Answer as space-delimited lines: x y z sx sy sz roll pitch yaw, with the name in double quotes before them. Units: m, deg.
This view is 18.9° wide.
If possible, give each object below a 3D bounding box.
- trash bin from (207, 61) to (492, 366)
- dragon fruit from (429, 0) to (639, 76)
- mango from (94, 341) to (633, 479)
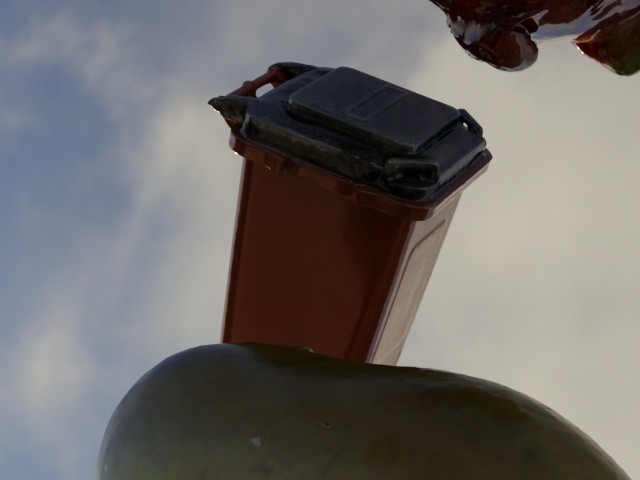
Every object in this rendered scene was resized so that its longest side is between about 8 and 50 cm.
"trash bin" 0.000 0.000 1.423 0.184 0.161 0.239 24 -63 16
"dragon fruit" 0.111 -0.240 1.304 0.307 0.228 0.243 21 0 16
"mango" 0.022 0.200 1.116 0.445 0.301 0.220 37 11 36
